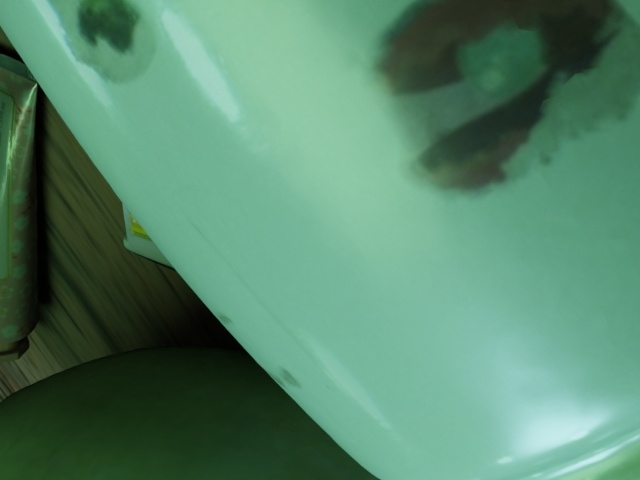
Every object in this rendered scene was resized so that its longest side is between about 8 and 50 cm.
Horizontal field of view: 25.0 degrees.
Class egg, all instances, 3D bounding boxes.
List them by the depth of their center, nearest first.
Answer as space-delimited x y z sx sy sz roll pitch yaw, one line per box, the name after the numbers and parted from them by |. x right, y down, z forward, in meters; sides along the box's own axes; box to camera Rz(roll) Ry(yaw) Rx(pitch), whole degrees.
-0.073 0.188 0.693 0.336 0.278 0.278 2 124 33 | egg

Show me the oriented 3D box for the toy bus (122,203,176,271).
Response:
0.000 0.000 0.617 0.172 0.057 0.072 17 146 13 | toy bus

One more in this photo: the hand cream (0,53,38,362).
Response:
-0.182 -0.017 0.812 0.067 0.043 0.209 26 131 24 | hand cream

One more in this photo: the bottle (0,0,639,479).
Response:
0.071 -0.016 0.424 0.229 0.229 0.351 -27 99 50 | bottle
